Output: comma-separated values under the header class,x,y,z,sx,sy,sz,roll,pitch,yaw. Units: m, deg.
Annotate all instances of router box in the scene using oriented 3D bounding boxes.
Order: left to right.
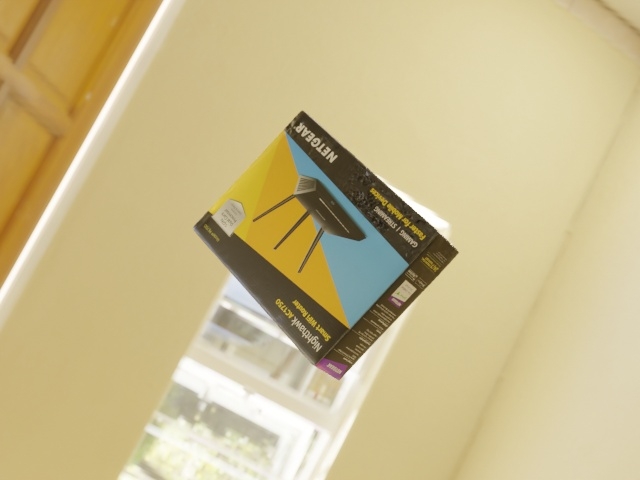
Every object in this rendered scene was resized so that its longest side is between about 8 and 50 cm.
class,x,y,z,sx,sy,sz,roll,pitch,yaw
router box,0.000,0.000,0.874,0.179,0.133,0.046,45,-176,38
